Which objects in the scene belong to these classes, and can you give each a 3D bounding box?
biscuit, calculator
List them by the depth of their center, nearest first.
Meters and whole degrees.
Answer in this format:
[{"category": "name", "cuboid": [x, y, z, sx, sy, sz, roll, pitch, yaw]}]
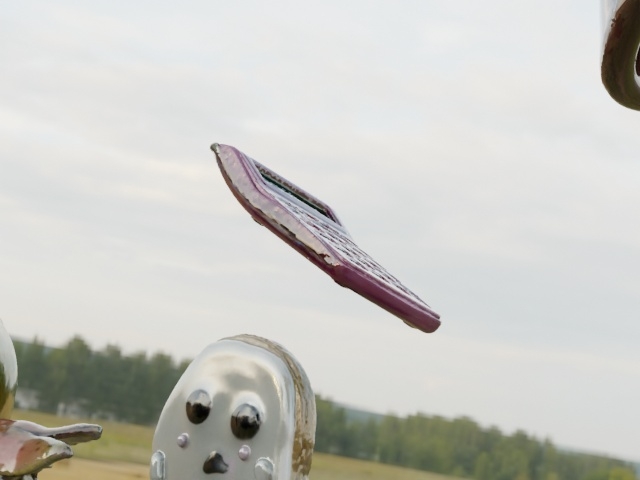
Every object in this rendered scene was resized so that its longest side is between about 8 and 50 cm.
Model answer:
[{"category": "calculator", "cuboid": [0.000, 0.000, 0.967, 0.126, 0.034, 0.190, 33, 8, -45]}, {"category": "biscuit", "cuboid": [-0.082, 0.184, 1.180, 0.181, 0.208, 0.049, -6, -14, 38]}]

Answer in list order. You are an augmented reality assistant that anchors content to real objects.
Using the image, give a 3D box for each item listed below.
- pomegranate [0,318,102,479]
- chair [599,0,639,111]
[{"category": "pomegranate", "cuboid": [-0.327, 0.133, 1.009, 0.323, 0.291, 0.291, 13, -8, -6]}, {"category": "chair", "cuboid": [0.325, -0.307, 1.106, 0.226, 0.401, 0.226, 2, -27, 1]}]
